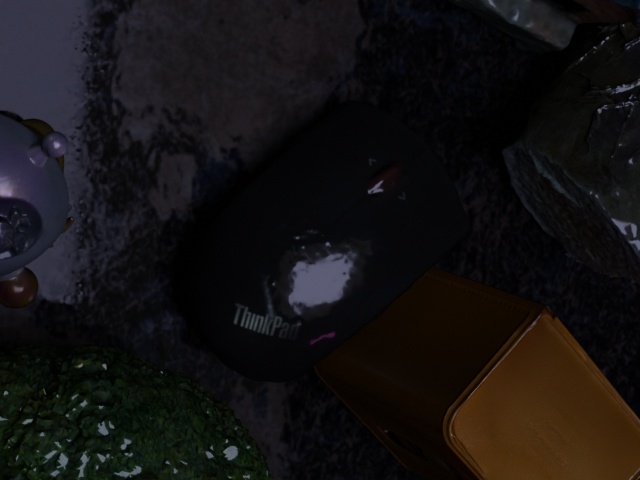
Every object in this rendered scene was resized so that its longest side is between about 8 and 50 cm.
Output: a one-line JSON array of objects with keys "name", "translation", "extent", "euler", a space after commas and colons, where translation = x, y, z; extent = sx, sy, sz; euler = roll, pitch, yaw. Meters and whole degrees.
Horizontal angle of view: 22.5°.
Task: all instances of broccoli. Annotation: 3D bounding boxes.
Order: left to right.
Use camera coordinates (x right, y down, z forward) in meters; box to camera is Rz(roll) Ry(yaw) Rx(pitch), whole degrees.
[{"name": "broccoli", "translation": [-0.183, 0.238, 1.291], "extent": [0.413, 0.321, 0.310], "euler": [-7, 98, -48]}]

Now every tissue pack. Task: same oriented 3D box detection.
[{"name": "tissue pack", "translation": [0.141, 0.146, 1.454], "extent": [0.145, 0.274, 0.194], "euler": [-48, 113, -10]}]

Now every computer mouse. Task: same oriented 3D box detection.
[{"name": "computer mouse", "translation": [0.000, 0.000, 1.438], "extent": [0.269, 0.100, 0.170], "euler": [-42, 92, -15]}]

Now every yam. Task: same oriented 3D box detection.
[{"name": "yam", "translation": [0.312, -0.120, 1.534], "extent": [0.271, 0.202, 0.201], "euler": [-45, 108, -12]}]

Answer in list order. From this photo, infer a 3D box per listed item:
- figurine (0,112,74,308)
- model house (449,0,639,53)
[{"name": "figurine", "translation": [-0.328, -0.008, 1.294], "extent": [0.274, 0.133, 0.194], "euler": [-19, 106, -11]}, {"name": "model house", "translation": [0.248, -0.318, 1.405], "extent": [0.194, 0.325, 0.267], "euler": [26, 86, -28]}]
